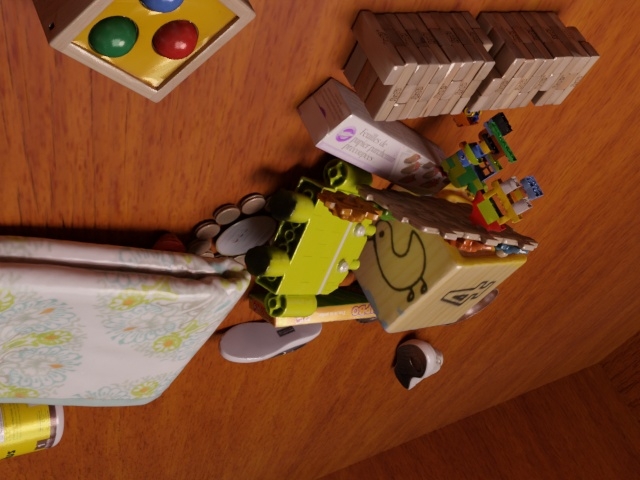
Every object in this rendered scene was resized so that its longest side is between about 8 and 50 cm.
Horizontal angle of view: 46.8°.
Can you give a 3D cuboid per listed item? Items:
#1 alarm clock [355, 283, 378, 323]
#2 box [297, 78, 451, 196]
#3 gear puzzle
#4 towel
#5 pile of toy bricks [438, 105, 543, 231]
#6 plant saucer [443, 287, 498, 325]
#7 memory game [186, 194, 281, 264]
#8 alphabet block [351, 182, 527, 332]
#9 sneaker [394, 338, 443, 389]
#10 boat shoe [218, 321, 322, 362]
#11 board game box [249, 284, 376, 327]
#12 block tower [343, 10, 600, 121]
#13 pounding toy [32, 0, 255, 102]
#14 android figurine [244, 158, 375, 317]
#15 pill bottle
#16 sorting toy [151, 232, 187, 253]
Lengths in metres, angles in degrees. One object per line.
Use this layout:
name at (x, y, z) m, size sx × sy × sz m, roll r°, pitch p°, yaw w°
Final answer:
alarm clock at (0.115, 0.121, 1.506) m, size 0.129 × 0.064 × 0.192 m, roll -18°, pitch 150°, yaw -19°
box at (0.091, -0.130, 1.022) m, size 0.063 × 0.067 × 0.324 m, roll -38°, pitch 153°, yaw 22°
gear puzzle at (0.141, -0.022, 1.020) m, size 0.338 × 0.175 × 0.044 m, roll 7°, pitch 110°, yaw -37°
towel at (-0.324, 0.126, 1.007) m, size 0.374 × 0.090 × 0.320 m, roll 7°, pitch 141°, yaw -37°
pile of toy bricks at (0.212, -0.111, 1.030) m, size 0.105 × 0.212 × 0.118 m, roll -33°, pitch 170°, yaw 35°
plant saucer at (0.367, 0.158, 1.858) m, size 0.168 × 0.029 × 0.168 m, roll -21°, pitch 154°, yaw -11°
memory game at (-0.112, -0.011, 1.105) m, size 0.186 × 0.012 × 0.186 m, roll -22°, pitch 153°, yaw -12°
alphabet block at (0.187, 0.021, 1.249) m, size 0.193 × 0.192 × 0.197 m, roll -5°, pitch 146°, yaw -42°
sneaker at (0.277, 0.309, 1.988) m, size 0.123 × 0.106 × 0.290 m, roll -30°, pitch 164°, yaw -16°
boat shoe at (-0.102, 0.196, 1.434) m, size 0.228 × 0.080 × 0.076 m, roll -16°, pitch 151°, yaw -39°
board game box at (0.016, 0.110, 1.303) m, size 0.259 × 0.039 × 0.124 m, roll -6°, pitch -167°, yaw -25°
block tower at (0.186, -0.219, 0.917) m, size 0.335 × 0.091 × 0.097 m, roll -9°, pitch 148°, yaw -32°
pounding toy at (-0.104, -0.218, 0.636) m, size 0.206 × 0.094 × 0.181 m, roll -36°, pitch 153°, yaw 18°
android figurine at (0.000, 0.000, 1.087) m, size 0.273 × 0.056 × 0.248 m, roll 11°, pitch 106°, yaw -60°
pill bottle at (-0.518, 0.283, 1.138) m, size 0.215 × 0.117 × 0.117 m, roll -5°, pitch 146°, yaw -39°
sorting toy at (-0.230, 0.021, 1.030) m, size 0.102 × 0.042 × 0.061 m, roll -22°, pitch 141°, yaw 16°
